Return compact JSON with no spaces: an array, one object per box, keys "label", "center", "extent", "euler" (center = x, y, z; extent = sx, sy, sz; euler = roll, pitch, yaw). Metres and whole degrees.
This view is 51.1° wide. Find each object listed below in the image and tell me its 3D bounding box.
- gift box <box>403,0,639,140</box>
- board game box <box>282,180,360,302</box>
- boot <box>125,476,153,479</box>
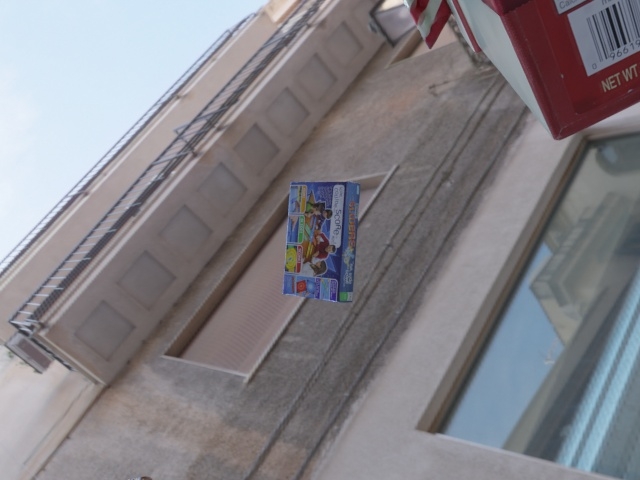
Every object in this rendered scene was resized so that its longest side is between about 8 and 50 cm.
[{"label":"gift box","center":[0.166,-0.228,0.419],"extent":[0.258,0.255,0.276],"euler":[-96,-20,-55]},{"label":"board game box","center":[0.000,0.000,1.149],"extent":[0.035,0.136,0.201],"euler":[4,-90,-47]},{"label":"boot","center":[-0.216,0.336,0.594],"extent":[0.112,0.115,0.305],"euler":[10,-60,-49]}]
